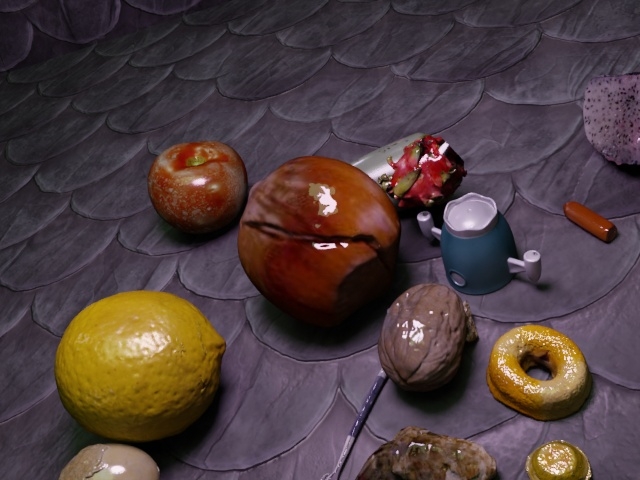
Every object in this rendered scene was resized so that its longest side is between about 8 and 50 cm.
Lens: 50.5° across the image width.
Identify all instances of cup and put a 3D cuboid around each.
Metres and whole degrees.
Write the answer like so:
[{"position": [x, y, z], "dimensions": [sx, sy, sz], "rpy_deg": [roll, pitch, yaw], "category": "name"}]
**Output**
[{"position": [0.328, -0.003, 1.431], "dimensions": [0.299, 0.173, 0.167], "rpy_deg": [24, 59, 40], "category": "cup"}]

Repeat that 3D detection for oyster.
[{"position": [0.299, 0.163, 1.357], "dimensions": [0.038, 0.081, 0.083], "rpy_deg": [10, 85, 4], "category": "oyster"}, {"position": [0.143, 0.417, 1.157], "dimensions": [0.294, 0.094, 0.166], "rpy_deg": [-38, 52, -6], "category": "oyster"}]

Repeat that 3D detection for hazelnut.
[{"position": [0.000, 0.000, 1.463], "dimensions": [0.372, 0.372, 0.315], "rpy_deg": [-19, 5, 6], "category": "hazelnut"}]

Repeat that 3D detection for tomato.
[{"position": [-0.326, -0.137, 1.836], "dimensions": [0.270, 0.223, 0.270], "rpy_deg": [2, 39, -1], "category": "tomato"}]

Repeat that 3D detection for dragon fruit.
[{"position": [0.222, -0.147, 1.495], "dimensions": [0.172, 0.166, 0.160], "rpy_deg": [-43, 38, 12], "category": "dragon fruit"}, {"position": [0.751, -0.273, 1.507], "dimensions": [0.221, 0.204, 0.283], "rpy_deg": [-7, 12, -22], "category": "dragon fruit"}]

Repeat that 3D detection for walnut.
[{"position": [0.199, 0.179, 1.306], "dimensions": [0.178, 0.178, 0.230], "rpy_deg": [7, 56, 30], "category": "walnut"}]

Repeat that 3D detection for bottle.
[{"position": [0.124, -0.131, 1.665], "dimensions": [0.347, 0.168, 0.168], "rpy_deg": [-21, 42, 7], "category": "bottle"}]

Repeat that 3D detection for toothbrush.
[{"position": [0.068, 0.357, 1.297], "dimensions": [0.026, 0.024, 0.288], "rpy_deg": [-1, 46, 43], "category": "toothbrush"}]

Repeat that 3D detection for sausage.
[{"position": [0.575, -0.044, 1.458], "dimensions": [0.041, 0.039, 0.131], "rpy_deg": [-35, 44, -9], "category": "sausage"}]

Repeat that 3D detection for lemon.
[{"position": [-0.369, 0.255, 1.389], "dimensions": [0.336, 0.336, 0.336], "rpy_deg": [-13, 43, 12], "category": "lemon"}]

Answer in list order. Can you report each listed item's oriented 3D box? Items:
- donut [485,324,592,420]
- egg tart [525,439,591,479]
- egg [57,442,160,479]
[{"position": [0.393, 0.231, 1.235], "dimensions": [0.174, 0.074, 0.190], "rpy_deg": [-33, 43, -10], "category": "donut"}, {"position": [0.391, 0.370, 1.122], "dimensions": [0.105, 0.039, 0.105], "rpy_deg": [-14, 41, 12], "category": "egg tart"}, {"position": [-0.407, 0.468, 1.299], "dimensions": [0.201, 0.164, 0.164], "rpy_deg": [-12, 43, 7], "category": "egg"}]
